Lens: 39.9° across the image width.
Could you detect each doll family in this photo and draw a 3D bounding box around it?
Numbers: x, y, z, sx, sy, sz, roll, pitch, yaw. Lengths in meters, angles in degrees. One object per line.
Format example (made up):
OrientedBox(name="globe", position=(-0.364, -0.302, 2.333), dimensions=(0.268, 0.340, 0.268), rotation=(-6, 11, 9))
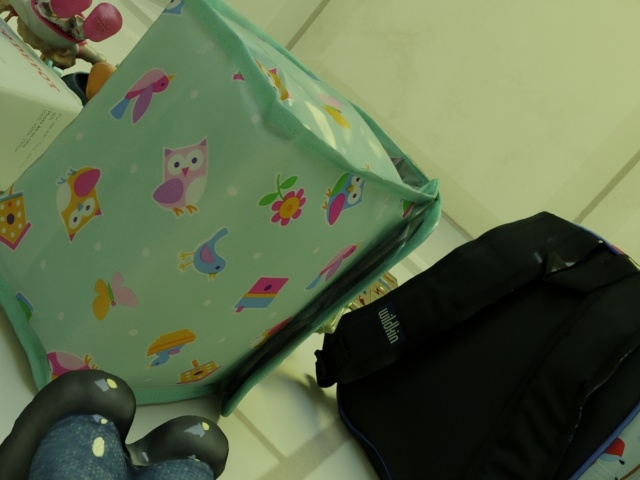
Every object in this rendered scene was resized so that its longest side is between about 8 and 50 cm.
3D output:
OrientedBox(name="doll family", position=(-0.182, -0.105, 0.758), dimensions=(0.263, 0.118, 0.163), rotation=(36, -17, -30))

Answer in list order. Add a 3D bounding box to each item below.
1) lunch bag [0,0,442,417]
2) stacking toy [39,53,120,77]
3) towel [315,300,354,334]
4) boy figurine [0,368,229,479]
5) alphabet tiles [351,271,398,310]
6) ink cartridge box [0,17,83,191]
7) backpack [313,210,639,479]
OrientedBox(name="lunch bag", position=(-0.050, -0.004, 0.584), dimensions=(0.160, 0.223, 0.262), rotation=(54, 15, 27))
OrientedBox(name="stacking toy", position=(-0.282, -0.177, 0.908), dimensions=(0.167, 0.052, 0.221), rotation=(33, 16, -24))
OrientedBox(name="towel", position=(-0.033, 0.027, 0.763), dimensions=(0.148, 0.027, 0.110), rotation=(18, 43, 24))
OrientedBox(name="boy figurine", position=(-0.050, 0.168, 0.299), dimensions=(0.177, 0.092, 0.285), rotation=(33, 15, -33))
OrientedBox(name="alphabet tiles", position=(0.000, 0.000, 1.217), dimensions=(0.285, 0.011, 0.342), rotation=(39, 13, -7))
OrientedBox(name="ink cartridge box", position=(-0.286, -0.121, 0.589), dimensions=(0.154, 0.093, 0.212), rotation=(45, 14, 18))
OrientedBox(name="backpack", position=(0.174, 0.124, 0.719), dimensions=(0.213, 0.263, 0.276), rotation=(28, 16, -45))
